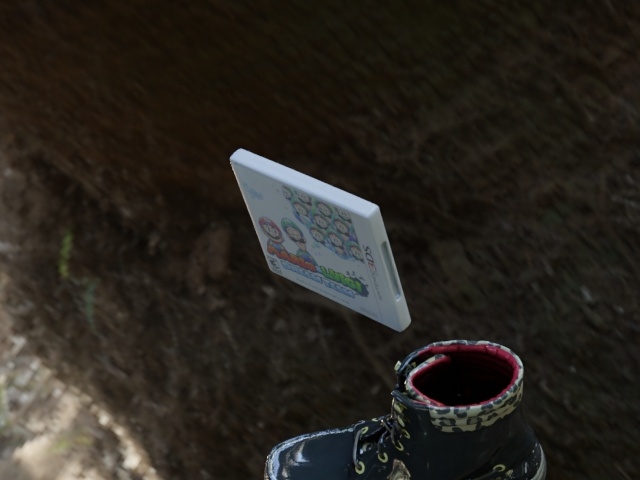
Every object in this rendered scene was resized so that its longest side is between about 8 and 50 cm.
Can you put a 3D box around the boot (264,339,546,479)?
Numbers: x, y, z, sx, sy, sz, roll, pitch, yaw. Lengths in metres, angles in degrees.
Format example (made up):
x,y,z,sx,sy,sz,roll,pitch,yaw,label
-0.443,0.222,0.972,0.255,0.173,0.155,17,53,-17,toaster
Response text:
x,y,z,sx,sy,sz,roll,pitch,yaw,label
0.059,0.149,1.251,0.236,0.179,0.085,-4,56,8,boot

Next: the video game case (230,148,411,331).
x,y,z,sx,sy,sz,roll,pitch,yaw,label
0.000,0.000,1.330,0.157,0.143,0.019,24,58,36,video game case
